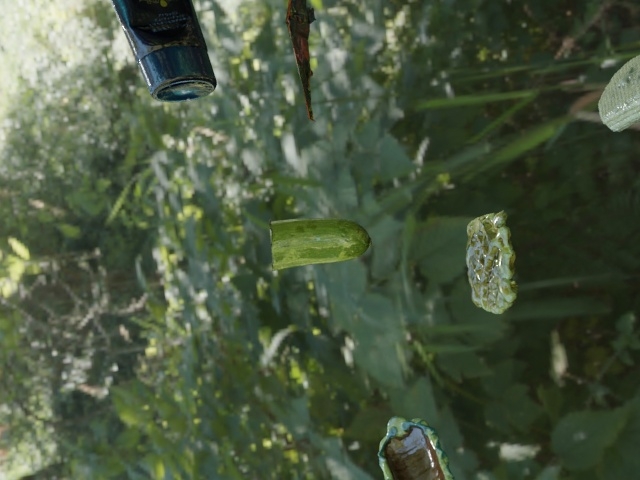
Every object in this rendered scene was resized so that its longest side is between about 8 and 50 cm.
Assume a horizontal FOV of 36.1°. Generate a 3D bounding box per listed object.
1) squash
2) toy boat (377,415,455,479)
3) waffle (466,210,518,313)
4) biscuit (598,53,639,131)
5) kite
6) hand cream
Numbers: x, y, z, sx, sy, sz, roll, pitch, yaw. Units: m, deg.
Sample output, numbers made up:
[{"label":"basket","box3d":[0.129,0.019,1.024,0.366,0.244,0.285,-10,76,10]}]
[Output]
[{"label":"squash","box3d":[0.000,0.000,1.811,0.095,0.187,0.095,-5,-90,-89]},{"label":"toy boat","box3d":[0.156,0.380,1.463,0.099,0.108,0.293,51,-169,-26]},{"label":"waffle","box3d":[0.342,0.049,2.002,0.223,0.054,0.204,156,105,-78]},{"label":"biscuit","box3d":[0.555,-0.271,1.697,0.150,0.052,0.252,-59,6,-13]},{"label":"kite","box3d":[-0.025,-0.338,1.530,0.234,0.016,0.321,-58,-33,-74]},{"label":"hand cream","box3d":[-0.207,-0.295,1.202,0.061,0.120,0.271,-50,57,54]}]
